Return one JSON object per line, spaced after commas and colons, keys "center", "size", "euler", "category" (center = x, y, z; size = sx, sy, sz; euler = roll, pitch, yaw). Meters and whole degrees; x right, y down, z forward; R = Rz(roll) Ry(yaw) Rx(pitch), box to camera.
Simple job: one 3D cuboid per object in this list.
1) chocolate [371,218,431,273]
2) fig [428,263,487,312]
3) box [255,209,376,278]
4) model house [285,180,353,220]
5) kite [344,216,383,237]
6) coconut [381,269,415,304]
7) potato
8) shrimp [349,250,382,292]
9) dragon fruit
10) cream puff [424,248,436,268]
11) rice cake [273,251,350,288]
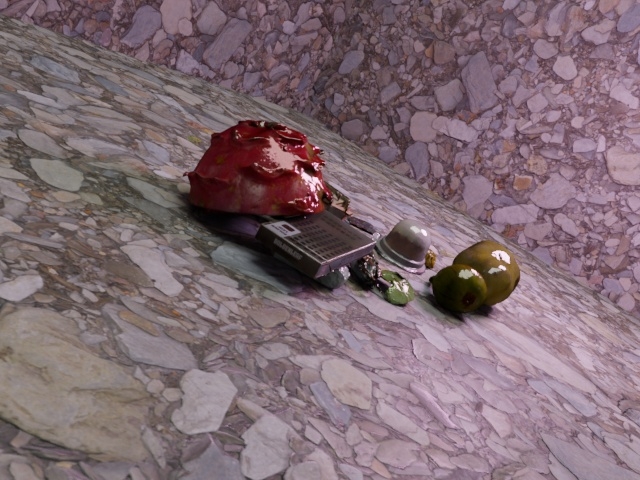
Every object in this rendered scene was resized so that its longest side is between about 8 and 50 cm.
{"center": [0.292, -0.001, 1.998], "size": [0.221, 0.147, 0.221], "euler": [21, 17, -7], "category": "chocolate"}
{"center": [0.394, 0.121, 1.803], "size": [0.151, 0.152, 0.259], "euler": [21, 12, -22], "category": "fig"}
{"center": [-0.001, -0.001, 1.468], "size": [0.180, 0.047, 0.324], "euler": [33, 23, 19], "category": "box"}
{"center": [-0.036, -0.135, 1.842], "size": [0.325, 0.169, 0.244], "euler": [28, 12, 13], "category": "model house"}
{"center": [0.098, -0.082, 2.171], "size": [0.285, 0.015, 0.152], "euler": [24, 14, -22], "category": "kite"}
{"center": [0.212, 0.124, 1.652], "size": [0.133, 0.055, 0.158], "euler": [15, 22, -32], "category": "coconut"}
{"center": [0.540, 0.109, 1.951], "size": [0.218, 0.203, 0.351], "euler": [32, 17, 17], "category": "potato"}
{"center": [0.133, 0.086, 1.613], "size": [0.090, 0.079, 0.233], "euler": [62, 1, -30], "category": "shrimp"}
{"center": [-0.162, -0.188, 1.549], "size": [0.386, 0.249, 0.370], "euler": [15, 14, 41], "category": "dragon fruit"}
{"center": [0.383, 0.059, 2.111], "size": [0.083, 0.058, 0.083], "euler": [40, 19, 31], "category": "cream puff"}
{"center": [-0.025, 0.053, 1.475], "size": [0.206, 0.063, 0.069], "euler": [27, 22, 4], "category": "rice cake"}
